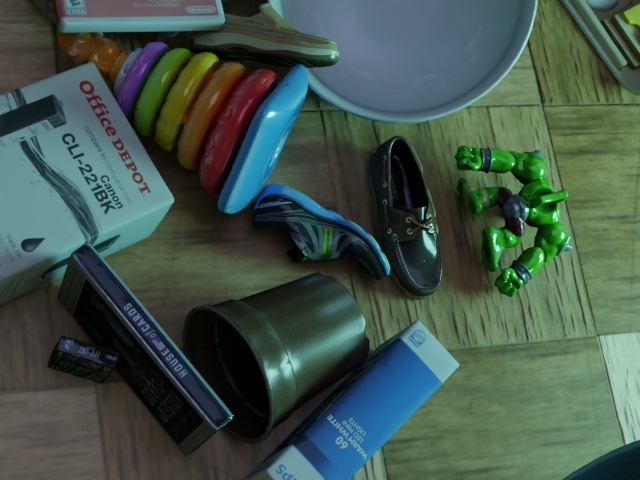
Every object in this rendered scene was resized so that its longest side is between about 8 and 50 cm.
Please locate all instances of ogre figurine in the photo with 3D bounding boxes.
[{"bbox_3d":[0.255,-0.036,1.716,0.118,0.097,0.197,-15,65,-12],"label":"ogre figurine"}]

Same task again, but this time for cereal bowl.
[{"bbox_3d":[0.104,-0.314,1.706,0.338,0.141,0.339,0,92,3],"label":"cereal bowl"}]

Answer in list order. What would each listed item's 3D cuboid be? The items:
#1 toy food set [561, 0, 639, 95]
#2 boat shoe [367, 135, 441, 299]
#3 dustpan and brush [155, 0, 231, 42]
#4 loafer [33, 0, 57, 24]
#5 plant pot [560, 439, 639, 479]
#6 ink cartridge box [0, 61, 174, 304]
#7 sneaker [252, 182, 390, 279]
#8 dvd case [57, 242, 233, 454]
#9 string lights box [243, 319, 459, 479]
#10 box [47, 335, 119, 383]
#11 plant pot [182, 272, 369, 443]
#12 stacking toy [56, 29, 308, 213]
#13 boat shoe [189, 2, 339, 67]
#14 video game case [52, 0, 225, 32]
[{"bbox_3d":[0.469,-0.375,1.919,0.219,0.092,0.306,-29,82,-27],"label":"toy food set"},{"bbox_3d":[0.109,-0.030,1.673,0.073,0.073,0.207,-12,76,-24],"label":"boat shoe"},{"bbox_3d":[-0.138,-0.328,1.685,0.060,0.147,0.211,28,90,-22],"label":"dustpan and brush"},{"bbox_3d":[-0.358,-0.401,1.631,0.111,0.112,0.319,-35,88,-39],"label":"loafer"},{"bbox_3d":[0.383,0.448,1.467,0.341,0.341,0.334,-39,94,-27],"label":"plant pot"},{"bbox_3d":[-0.333,-0.057,1.486,0.273,0.114,0.197,-27,81,-33],"label":"ink cartridge box"},{"bbox_3d":[0.000,0.000,1.635,0.188,0.067,0.078,28,85,-10],"label":"sneaker"},{"bbox_3d":[-0.197,0.124,1.445,0.029,0.179,0.239,-38,86,-23],"label":"dvd case"},{"bbox_3d":[0.031,0.215,1.518,0.077,0.133,0.259,47,62,1],"label":"string lights box"},{"bbox_3d":[-0.264,0.133,1.470,0.067,0.083,0.018,18,67,-12],"label":"box"},{"bbox_3d":[-0.043,0.123,1.519,0.165,0.167,0.167,-23,80,-33],"label":"plant pot"},{"bbox_3d":[-0.183,-0.176,1.577,0.301,0.166,0.175,27,32,2],"label":"stacking toy"},{"bbox_3d":[-0.067,-0.256,1.620,0.190,0.068,0.072,9,83,11],"label":"boat shoe"},{"bbox_3d":[-0.240,-0.382,1.597,0.204,0.025,0.285,-5,71,-26],"label":"video game case"}]
